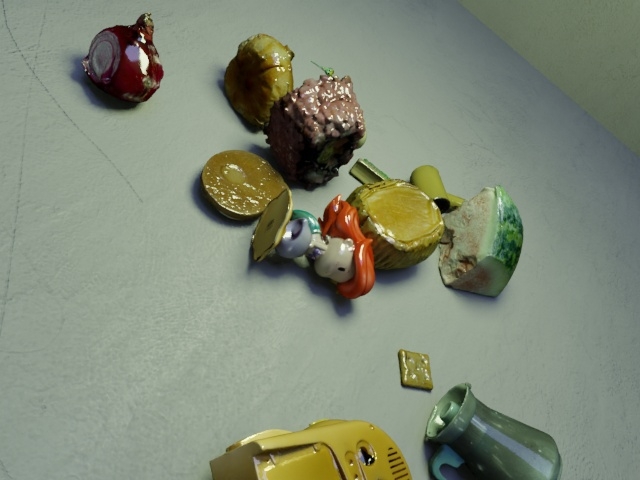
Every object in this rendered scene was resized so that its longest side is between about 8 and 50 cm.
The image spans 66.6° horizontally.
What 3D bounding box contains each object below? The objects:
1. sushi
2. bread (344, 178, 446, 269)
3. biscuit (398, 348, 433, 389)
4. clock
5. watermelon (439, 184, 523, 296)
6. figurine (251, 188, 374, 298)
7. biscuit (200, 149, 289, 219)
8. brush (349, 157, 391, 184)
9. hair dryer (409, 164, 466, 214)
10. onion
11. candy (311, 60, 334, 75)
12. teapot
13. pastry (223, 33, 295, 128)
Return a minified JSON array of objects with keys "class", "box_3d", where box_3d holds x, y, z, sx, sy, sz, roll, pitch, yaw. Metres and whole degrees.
[{"class":"sushi","box_3d":[0.005,-0.257,1.170,0.236,0.270,0.171,-15,70,-25]},{"class":"bread","box_3d":[0.171,-0.036,1.201,0.253,0.142,0.227,-12,66,-35]},{"class":"biscuit","box_3d":[0.210,0.283,1.071,0.081,0.018,0.083,18,50,-22]},{"class":"clock","box_3d":[0.007,0.401,0.749,0.317,0.200,0.244,4,58,-40]},{"class":"watermelon","box_3d":[0.424,0.013,1.296,0.232,0.310,0.193,-8,54,8]},{"class":"figurine","box_3d":[0.005,-0.001,1.051,0.257,0.181,0.208,24,19,-25]},{"class":"biscuit","box_3d":[-0.177,-0.122,1.104,0.208,0.049,0.181,-25,74,-42]},{"class":"brush","box_3d":[0.206,-0.126,1.350,0.282,0.054,0.048,39,37,-1]},{"class":"hair dryer","box_3d":[0.390,-0.124,1.455,0.279,0.090,0.135,14,49,-31]},{"class":"onion","box_3d":[-0.407,-0.402,1.077,0.173,0.198,0.135,52,16,16]},{"class":"candy","box_3d":[0.006,-0.556,1.569,0.083,0.025,0.023,27,18,-1]},{"class":"teapot","box_3d":[0.328,0.417,0.964,0.225,0.171,0.203,37,76,6]},{"class":"pastry","box_3d":[-0.158,-0.403,1.238,0.100,0.218,0.229,-22,107,-44]}]
